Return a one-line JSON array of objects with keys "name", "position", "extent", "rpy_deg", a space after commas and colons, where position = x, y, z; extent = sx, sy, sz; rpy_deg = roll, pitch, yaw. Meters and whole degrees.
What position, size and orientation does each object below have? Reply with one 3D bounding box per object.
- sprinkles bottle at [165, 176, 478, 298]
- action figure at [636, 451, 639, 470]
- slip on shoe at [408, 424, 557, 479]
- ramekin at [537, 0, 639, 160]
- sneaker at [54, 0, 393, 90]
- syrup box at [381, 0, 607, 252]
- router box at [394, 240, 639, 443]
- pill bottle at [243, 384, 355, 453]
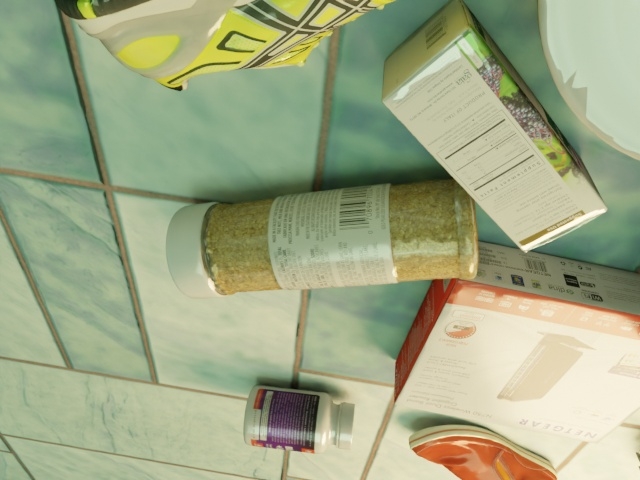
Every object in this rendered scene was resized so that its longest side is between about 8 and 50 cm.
[{"name": "sprinkles bottle", "position": [0.000, 0.000, 0.589], "extent": [0.355, 0.121, 0.121], "rpy_deg": [-5, 131, 14]}, {"name": "action figure", "position": [0.685, 0.379, 0.855], "extent": [0.232, 0.063, 0.137], "rpy_deg": [-19, 125, 16]}, {"name": "slip on shoe", "position": [0.321, 0.443, 0.951], "extent": [0.331, 0.101, 0.123], "rpy_deg": [26, 133, -12]}, {"name": "ramekin", "position": [0.293, -0.189, 0.333], "extent": [0.273, 0.127, 0.273], "rpy_deg": [10, 124, 16]}, {"name": "sneaker", "position": [-0.012, -0.230, 0.401], "extent": [0.385, 0.145, 0.147], "rpy_deg": [-8, 161, 13]}, {"name": "syrup box", "position": [0.171, -0.104, 0.484], "extent": [0.237, 0.093, 0.096], "rpy_deg": [39, 126, -23]}, {"name": "router box", "position": [0.305, 0.158, 0.706], "extent": [0.335, 0.082, 0.301], "rpy_deg": [11, 133, 0]}, {"name": "pill bottle", "position": [-0.036, 0.330, 0.903], "extent": [0.193, 0.108, 0.108], "rpy_deg": [5, 132, 6]}]
